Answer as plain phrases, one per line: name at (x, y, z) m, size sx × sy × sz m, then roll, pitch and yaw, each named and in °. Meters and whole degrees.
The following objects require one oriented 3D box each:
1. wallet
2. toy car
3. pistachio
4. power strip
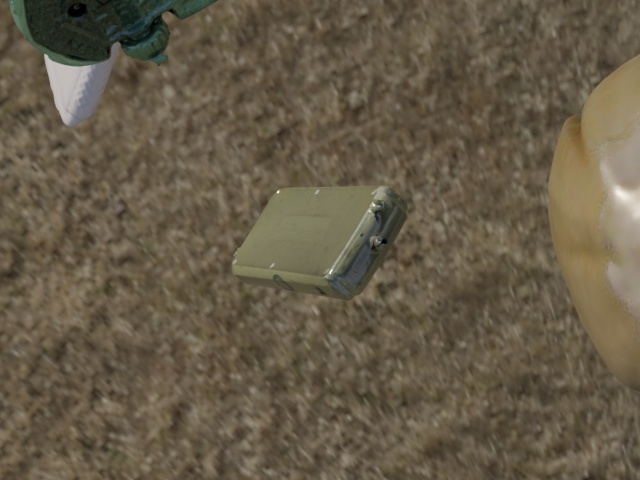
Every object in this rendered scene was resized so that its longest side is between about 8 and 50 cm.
wallet at (-0.187, -0.190, 1.270) m, size 0.032 × 0.183 × 0.124 m, roll 1°, pitch 47°, yaw -28°
toy car at (-0.060, -0.150, 0.693) m, size 0.186 × 0.093 × 0.058 m, roll -32°, pitch 52°, yaw 1°
pistachio at (0.156, -0.012, 0.616) m, size 0.136 × 0.136 × 0.226 m, roll -11°, pitch 21°, yaw 11°
power strip at (0.000, 0.000, 1.008) m, size 0.076 × 0.028 × 0.169 m, roll -57°, pitch 25°, yaw -14°
